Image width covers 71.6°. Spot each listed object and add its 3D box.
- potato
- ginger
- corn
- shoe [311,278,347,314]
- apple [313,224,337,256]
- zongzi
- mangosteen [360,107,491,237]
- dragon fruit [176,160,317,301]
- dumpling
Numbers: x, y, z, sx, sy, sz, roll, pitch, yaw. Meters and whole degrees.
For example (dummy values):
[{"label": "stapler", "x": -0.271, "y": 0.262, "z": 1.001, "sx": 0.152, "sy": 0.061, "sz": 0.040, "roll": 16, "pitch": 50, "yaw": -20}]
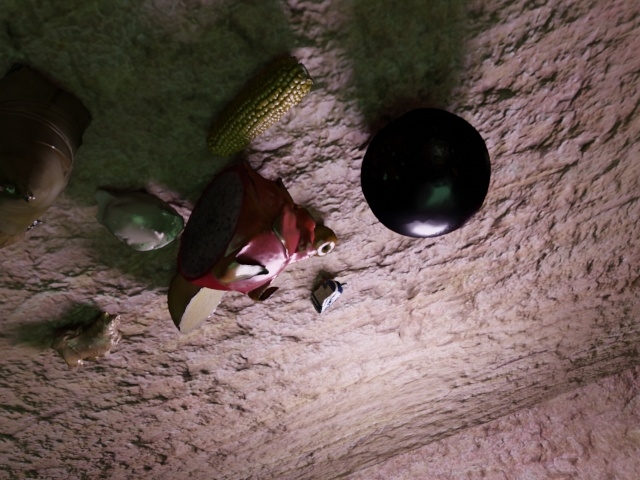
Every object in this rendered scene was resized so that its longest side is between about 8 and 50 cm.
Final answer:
[{"label": "potato", "x": -0.338, "y": 0.132, "z": 1.172, "sx": 0.182, "sy": 0.117, "sz": 0.202, "roll": -31, "pitch": 152, "yaw": -56}, {"label": "ginger", "x": -0.629, "y": 0.275, "z": 1.229, "sx": 0.213, "sy": 0.074, "sz": 0.137, "roll": -28, "pitch": 133, "yaw": -2}, {"label": "corn", "x": -0.129, "y": -0.268, "z": 0.909, "sx": 0.260, "sy": 0.091, "sz": 0.091, "roll": -39, "pitch": 95, "yaw": 16}, {"label": "shoe", "x": 0.023, "y": 0.172, "z": 1.367, "sx": 0.071, "sy": 0.064, "sz": 0.143, "roll": -3, "pitch": 139, "yaw": -40}, {"label": "apple", "x": 0.000, "y": 0.000, "z": 1.195, "sx": 0.089, "sy": 0.074, "sz": 0.089, "roll": -11, "pitch": 133, "yaw": -12}, {"label": "zongzi", "x": -0.570, "y": -0.038, "z": 0.755, "sx": 0.181, "sy": 0.418, "sz": 0.447, "roll": 26, "pitch": 112, "yaw": -39}, {"label": "mangosteen", "x": 0.241, "y": -0.137, "z": 1.017, "sx": 0.297, "sy": 0.297, "sz": 0.313, "roll": -31, "pitch": 143, "yaw": 9}, {"label": "dragon fruit", "x": -0.152, "y": -0.006, "z": 0.997, "sx": 0.226, "sy": 0.305, "sz": 0.305, "roll": 25, "pitch": 118, "yaw": -37}, {"label": "dumpling", "x": -0.411, "y": -0.044, "z": 0.998, "sx": 0.199, "sy": 0.118, "sz": 0.136, "roll": 24, "pitch": 119, "yaw": -9}]
